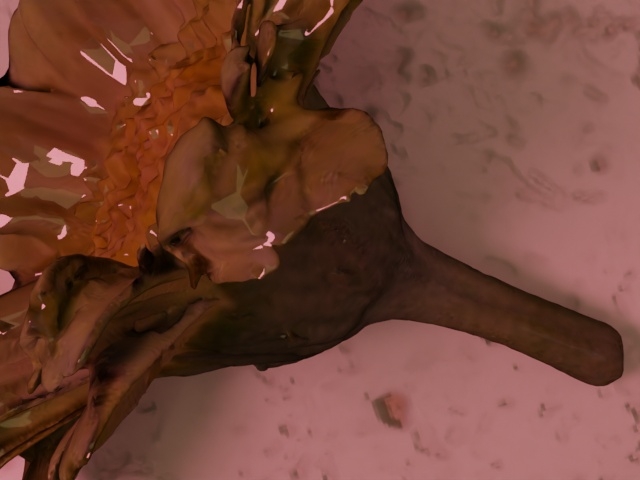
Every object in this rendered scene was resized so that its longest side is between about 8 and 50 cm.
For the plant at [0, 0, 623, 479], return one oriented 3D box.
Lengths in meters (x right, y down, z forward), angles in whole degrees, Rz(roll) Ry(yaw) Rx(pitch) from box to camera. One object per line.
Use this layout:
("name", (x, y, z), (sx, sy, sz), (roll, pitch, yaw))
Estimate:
("plant", (-0.034, -0.033, 0.705), (0.261, 0.297, 0.306), (61, 138, 25))
